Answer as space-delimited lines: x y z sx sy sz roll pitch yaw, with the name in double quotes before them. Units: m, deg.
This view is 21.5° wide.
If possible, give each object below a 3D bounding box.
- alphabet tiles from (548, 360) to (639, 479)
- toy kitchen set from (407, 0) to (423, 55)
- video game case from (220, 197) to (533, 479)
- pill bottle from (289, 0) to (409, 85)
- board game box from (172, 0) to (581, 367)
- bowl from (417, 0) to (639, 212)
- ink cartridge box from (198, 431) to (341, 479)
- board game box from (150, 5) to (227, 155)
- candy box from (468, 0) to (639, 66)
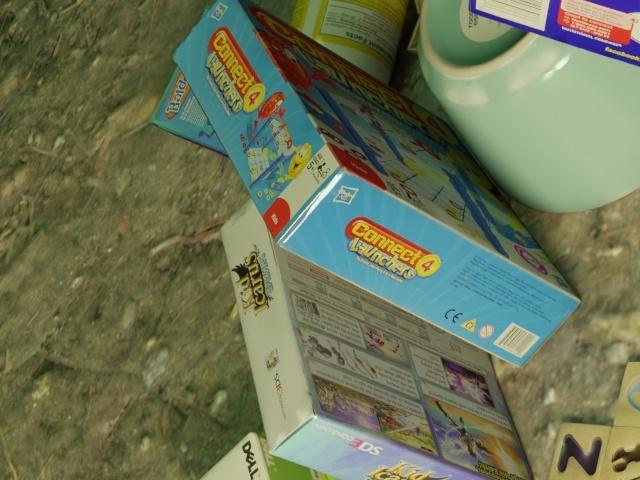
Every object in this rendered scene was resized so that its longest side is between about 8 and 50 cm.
"alphabet tiles" 0.296 0.231 1.285 0.342 0.011 0.285 -2 67 49
"toy kitchen set" 0.105 -0.239 1.726 0.068 0.083 0.075 11 77 52
"video game case" 0.049 0.108 1.435 0.061 0.269 0.244 -43 41 26
"pill bottle" 0.026 -0.221 1.782 0.119 0.119 0.208 -4 66 49
"board game box" 0.047 -0.057 1.504 0.086 0.308 0.302 -49 40 17
"bowl" 0.208 -0.198 1.517 0.311 0.163 0.311 -28 49 37
"ink cartridge box" -0.011 0.257 1.562 0.255 0.097 0.189 -45 41 24
"board game box" -0.100 -0.180 1.965 0.210 0.047 0.160 25 90 53
"candy box" 0.294 -0.303 1.363 0.268 0.122 0.317 19 70 9
